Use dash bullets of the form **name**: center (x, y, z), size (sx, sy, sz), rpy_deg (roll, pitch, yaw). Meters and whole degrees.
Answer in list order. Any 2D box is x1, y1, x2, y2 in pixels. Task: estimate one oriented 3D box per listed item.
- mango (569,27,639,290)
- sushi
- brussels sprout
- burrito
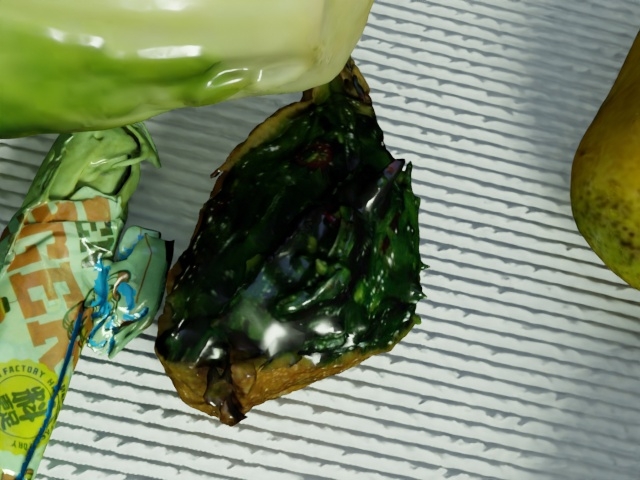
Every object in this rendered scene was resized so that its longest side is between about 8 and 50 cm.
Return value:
- **mango**: center (0.326, -0.100, 0.877), size (0.264, 0.221, 0.378), rpy_deg (44, 73, 7)
- **sushi**: center (-0.001, 0.000, 0.790), size (0.149, 0.140, 0.287), rpy_deg (23, 61, 8)
- **brussels sprout**: center (-0.151, -0.199, 0.758), size (0.371, 0.276, 0.315), rpy_deg (18, 18, 25)
- **burrito**: center (-0.150, 0.037, 0.788), size (0.104, 0.054, 0.288), rpy_deg (18, 61, -3)
